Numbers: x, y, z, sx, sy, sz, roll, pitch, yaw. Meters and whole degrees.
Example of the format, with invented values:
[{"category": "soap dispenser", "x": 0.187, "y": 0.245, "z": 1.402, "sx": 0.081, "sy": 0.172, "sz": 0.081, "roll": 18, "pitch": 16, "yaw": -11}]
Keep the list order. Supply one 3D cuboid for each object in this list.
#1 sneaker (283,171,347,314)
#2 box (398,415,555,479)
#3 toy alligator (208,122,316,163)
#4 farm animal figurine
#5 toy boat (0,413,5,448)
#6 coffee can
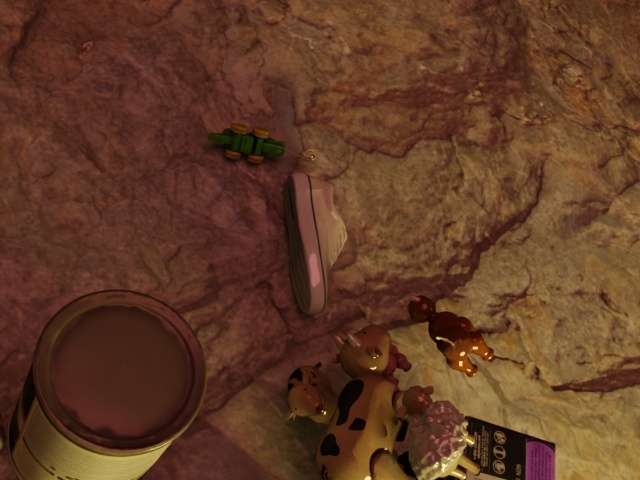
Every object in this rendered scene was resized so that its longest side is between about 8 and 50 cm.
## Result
[{"category": "sneaker", "x": 0.000, "y": 0.000, "z": 1.600, "sx": 0.091, "sy": 0.094, "sz": 0.258, "roll": 4, "pitch": 60, "yaw": -17}, {"category": "box", "x": 0.192, "y": 0.372, "z": 1.368, "sx": 0.143, "sy": 0.270, "sz": 0.165, "roll": 19, "pitch": 57, "yaw": -14}, {"category": "toy alligator", "x": -0.102, "y": -0.164, "z": 1.676, "sx": 0.189, "sy": 0.056, "sz": 0.051, "roll": 8, "pitch": 19, "yaw": -20}, {"category": "farm animal figurine", "x": 0.057, "y": 0.214, "z": 1.333, "sx": 0.172, "sy": 0.330, "sz": 0.327, "roll": 37, "pitch": 38, "yaw": -23}, {"category": "toy boat", "x": -0.551, "y": 0.201, "z": 1.222, "sx": 0.318, "sy": 0.148, "sz": 0.268, "roll": 15, "pitch": 52, "yaw": -7}, {"category": "coffee can", "x": -0.278, "y": 0.210, "z": 1.243, "sx": 0.201, "sy": 0.275, "sz": 0.202, "roll": 11, "pitch": 58, "yaw": -19}]
